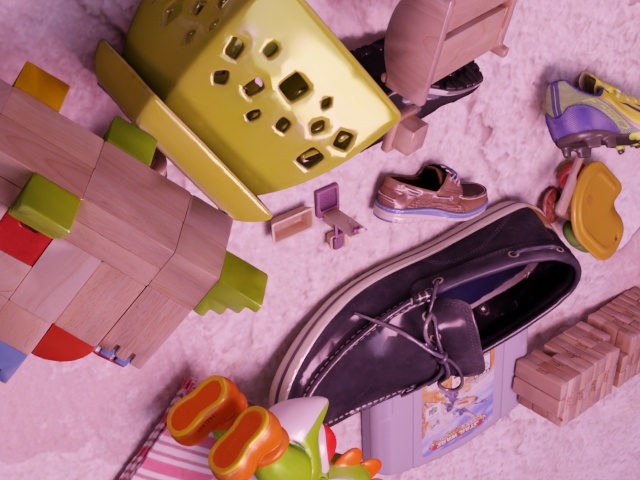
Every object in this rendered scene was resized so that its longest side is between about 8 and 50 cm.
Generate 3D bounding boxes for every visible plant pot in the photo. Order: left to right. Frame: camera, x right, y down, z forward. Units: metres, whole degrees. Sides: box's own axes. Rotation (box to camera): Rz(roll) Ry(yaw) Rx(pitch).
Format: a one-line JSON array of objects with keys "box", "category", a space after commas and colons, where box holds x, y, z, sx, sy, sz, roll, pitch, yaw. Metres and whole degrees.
[{"box": [-0.090, -0.164, 1.456, 0.207, 0.228, 0.227, -44, 124, 0], "category": "plant pot"}]

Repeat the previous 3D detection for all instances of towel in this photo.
[{"box": [-0.179, 0.276, 1.843, 0.197, 0.029, 0.144, -55, 140, 4], "category": "towel"}]

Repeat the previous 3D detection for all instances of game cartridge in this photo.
[{"box": [0.192, 0.230, 2.113, 0.297, 0.062, 0.198, -25, 127, -27], "category": "game cartridge"}]

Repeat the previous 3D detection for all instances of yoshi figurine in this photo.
[{"box": [-0.055, 0.333, 1.820, 0.362, 0.203, 0.203, 44, 41, -44], "category": "yoshi figurine"}]

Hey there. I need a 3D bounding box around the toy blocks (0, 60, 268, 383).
[{"box": [-0.277, 0.017, 1.332, 0.381, 0.191, 0.261, 31, 124, -17], "category": "toy blocks"}]

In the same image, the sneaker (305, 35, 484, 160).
[{"box": [0.070, -0.173, 1.719, 0.283, 0.107, 0.124, -15, 150, -37], "category": "sneaker"}]

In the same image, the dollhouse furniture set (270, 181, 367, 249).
[{"box": [0.000, 0.000, 1.766, 0.114, 0.081, 0.091, -24, 131, -27], "category": "dollhouse furniture set"}]

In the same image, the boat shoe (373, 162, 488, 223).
[{"box": [0.156, -0.064, 1.869, 0.183, 0.066, 0.066, -9, 122, -37], "category": "boat shoe"}]

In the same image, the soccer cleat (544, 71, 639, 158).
[{"box": [0.413, -0.184, 1.993, 0.289, 0.093, 0.121, -8, 81, -50], "category": "soccer cleat"}]

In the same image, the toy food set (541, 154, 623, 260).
[{"box": [0.379, -0.054, 2.077, 0.218, 0.071, 0.128, 38, 67, -50], "category": "toy food set"}]

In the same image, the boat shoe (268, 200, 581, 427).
[{"box": [0.149, 0.119, 1.925, 0.500, 0.156, 0.187, -31, 135, -19], "category": "boat shoe"}]

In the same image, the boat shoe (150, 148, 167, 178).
[{"box": [-0.290, -0.015, 1.498, 0.285, 0.103, 0.092, -29, 139, -18], "category": "boat shoe"}]

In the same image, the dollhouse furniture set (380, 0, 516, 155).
[{"box": [0.154, -0.325, 1.633, 0.303, 0.174, 0.355, -32, 147, -45], "category": "dollhouse furniture set"}]

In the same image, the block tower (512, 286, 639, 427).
[{"box": [0.441, 0.180, 2.228, 0.335, 0.097, 0.091, -24, 130, -38], "category": "block tower"}]
